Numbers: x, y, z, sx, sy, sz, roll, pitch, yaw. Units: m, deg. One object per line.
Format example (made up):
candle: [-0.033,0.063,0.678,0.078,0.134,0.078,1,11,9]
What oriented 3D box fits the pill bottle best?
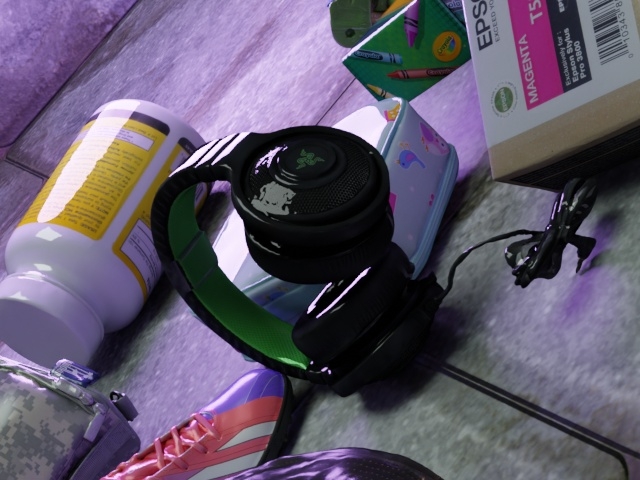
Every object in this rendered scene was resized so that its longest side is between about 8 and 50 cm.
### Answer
pill bottle: [-0.280,-0.005,2.000,0.188,0.188,0.334,-23,31,48]

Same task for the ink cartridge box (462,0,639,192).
ink cartridge box: [0.219,-0.180,1.320,0.193,0.088,0.234,-25,68,45]

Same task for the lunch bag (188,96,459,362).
lunch bag: [0.000,0.000,1.558,0.279,0.108,0.224,-29,31,42]

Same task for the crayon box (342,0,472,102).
crayon box: [0.159,-0.264,1.619,0.278,0.081,0.165,-50,11,-36]

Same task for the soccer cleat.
soccer cleat: [-0.143,0.229,1.412,0.318,0.116,0.109,-53,21,-14]

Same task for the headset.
headset: [0.035,0.003,1.343,0.394,0.243,0.185,1,39,41]

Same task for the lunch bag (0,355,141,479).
lunch bag: [-0.344,0.270,1.630,0.256,0.212,0.305,7,56,45]

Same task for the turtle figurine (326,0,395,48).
turtle figurine: [0.085,-0.346,1.892,0.275,0.198,0.266,-42,25,23]

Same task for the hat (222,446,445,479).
hat: [-0.044,0.273,1.078,0.331,0.134,0.331,-12,19,4]
